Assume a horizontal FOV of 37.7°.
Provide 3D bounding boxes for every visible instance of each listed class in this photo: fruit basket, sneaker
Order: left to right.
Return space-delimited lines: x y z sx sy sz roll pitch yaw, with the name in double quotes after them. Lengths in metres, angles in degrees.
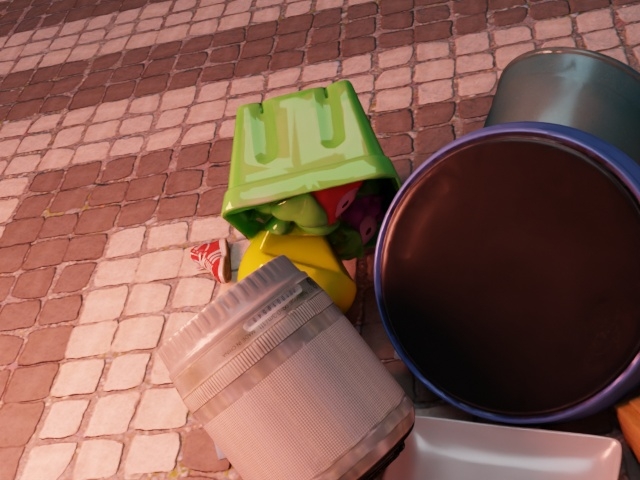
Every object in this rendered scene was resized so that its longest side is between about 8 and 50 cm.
-0.188 0.041 1.596 0.067 0.042 0.118 -12 31 1 "sneaker"
0.000 0.000 1.385 0.283 0.392 0.392 -12 39 9 "fruit basket"

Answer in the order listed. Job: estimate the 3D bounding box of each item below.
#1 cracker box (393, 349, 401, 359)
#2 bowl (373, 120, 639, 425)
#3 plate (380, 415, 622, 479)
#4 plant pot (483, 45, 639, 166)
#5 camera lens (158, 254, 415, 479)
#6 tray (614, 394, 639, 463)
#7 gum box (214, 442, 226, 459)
0.192 0.058 1.286 0.156 0.232 0.067 7 3 28 "cracker box"
0.247 0.043 1.177 0.391 0.390 0.077 4 2 26 "bowl"
0.192 0.335 1.085 0.278 0.045 0.277 2 43 24 "plate"
0.350 -0.101 1.396 0.272 0.271 0.255 11 61 32 "plant pot"
-0.037 0.183 1.142 0.219 0.219 0.274 -37 86 -22 "camera lens"
0.447 0.208 0.925 0.203 0.076 0.411 -21 4 5 "tray"
-0.068 0.198 1.276 0.185 0.156 0.041 -15 -3 3 "gum box"
